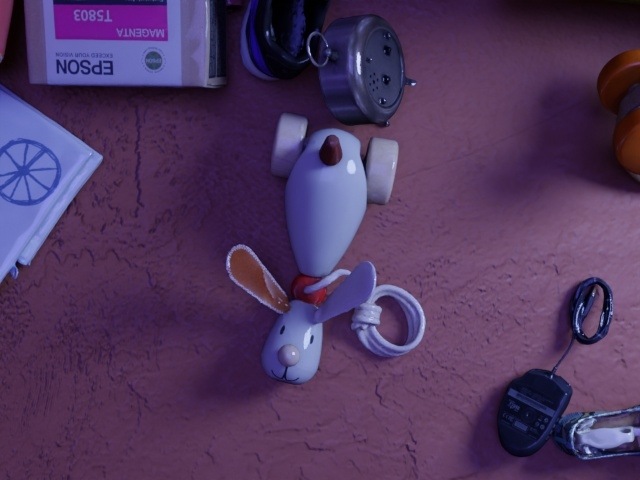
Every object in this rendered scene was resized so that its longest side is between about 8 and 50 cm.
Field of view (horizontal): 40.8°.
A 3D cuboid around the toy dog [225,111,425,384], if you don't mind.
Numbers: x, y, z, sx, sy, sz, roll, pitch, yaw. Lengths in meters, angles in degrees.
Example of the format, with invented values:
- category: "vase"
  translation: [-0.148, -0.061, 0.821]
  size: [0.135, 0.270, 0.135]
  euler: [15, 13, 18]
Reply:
- category: "toy dog"
  translation: [0.000, 0.000, 1.014]
  size: [0.220, 0.161, 0.333]
  euler: [-9, 86, 3]

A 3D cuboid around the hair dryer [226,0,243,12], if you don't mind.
- category: "hair dryer"
  translation: [-0.068, -0.423, 1.085]
  size: [0.224, 0.080, 0.293]
  euler: [31, 91, 2]

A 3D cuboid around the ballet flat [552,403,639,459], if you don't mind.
- category: "ballet flat"
  translation: [0.376, 0.231, 1.026]
  size: [0.188, 0.070, 0.070]
  euler: [-10, 86, 3]

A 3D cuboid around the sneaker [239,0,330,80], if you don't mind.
- category: "sneaker"
  translation: [-0.031, -0.334, 1.011]
  size: [0.102, 0.146, 0.293]
  euler: [-4, 104, -18]

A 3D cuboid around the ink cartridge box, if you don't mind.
- category: "ink cartridge box"
  translation: [-0.237, -0.284, 1.049]
  size: [0.235, 0.088, 0.193]
  euler: [2, 102, 10]

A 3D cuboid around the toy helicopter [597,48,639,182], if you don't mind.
- category: "toy helicopter"
  translation: [0.507, -0.165, 0.959]
  size: [0.235, 0.140, 0.355]
  euler: [37, 127, -27]

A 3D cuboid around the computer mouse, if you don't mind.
- category: "computer mouse"
  translation: [0.291, 0.155, 1.053]
  size: [0.071, 0.041, 0.242]
  euler: [29, 83, 32]

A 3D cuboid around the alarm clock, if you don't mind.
- category: "alarm clock"
  translation: [0.043, -0.205, 1.017]
  size: [0.064, 0.192, 0.129]
  euler: [1, 87, 37]

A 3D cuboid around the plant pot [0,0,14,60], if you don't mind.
- category: "plant pot"
  translation: [-0.480, -0.334, 1.012]
  size: [0.275, 0.275, 0.243]
  euler: [-3, 88, 3]

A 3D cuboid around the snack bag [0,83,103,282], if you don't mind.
- category: "snack bag"
  translation: [-0.503, -0.058, 1.110]
  size: [0.323, 0.037, 0.342]
  euler: [33, 87, 5]

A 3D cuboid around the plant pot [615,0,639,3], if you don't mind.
- category: "plant pot"
  translation: [0.434, -0.407, 0.942]
  size: [0.353, 0.366, 0.366]
  euler: [14, 87, -7]
